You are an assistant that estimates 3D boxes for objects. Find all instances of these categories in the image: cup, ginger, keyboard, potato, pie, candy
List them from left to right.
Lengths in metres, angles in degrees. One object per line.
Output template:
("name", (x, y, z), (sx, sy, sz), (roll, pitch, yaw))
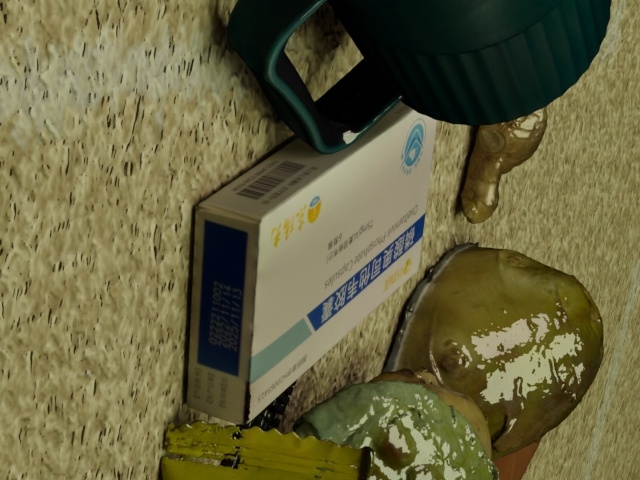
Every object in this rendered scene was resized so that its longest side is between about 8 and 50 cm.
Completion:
("keyboard", (-0.075, 0.222, 1.579), (0.231, 0.023, 0.072), (-67, 159, -11))
("candy", (-0.065, 0.299, 1.487), (0.081, 0.187, 0.297), (-108, -151, -74))
("pie", (0.051, 0.282, 1.638), (0.306, 0.071, 0.306), (-9, 112, -24))
("cup", (0.098, -0.219, 1.373), (0.292, 0.242, 0.308), (50, 58, -66))
("potato", (0.203, 0.149, 1.938), (0.299, 0.196, 0.246), (-55, 150, -32))
("ginger", (0.204, -0.098, 1.926), (0.096, 0.067, 0.165), (-24, 141, -60))

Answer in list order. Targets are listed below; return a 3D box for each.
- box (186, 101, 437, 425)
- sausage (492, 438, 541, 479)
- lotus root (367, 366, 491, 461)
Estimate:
("box", (0.000, 0.000, 1.528), (0.343, 0.065, 0.200), (-38, 140, -53))
("sausage", (0.179, 0.279, 2.062), (0.304, 0.121, 0.121), (-53, 151, -38))
("lotus root", (0.075, 0.301, 1.779), (0.151, 0.169, 0.342), (-122, -135, -80))
